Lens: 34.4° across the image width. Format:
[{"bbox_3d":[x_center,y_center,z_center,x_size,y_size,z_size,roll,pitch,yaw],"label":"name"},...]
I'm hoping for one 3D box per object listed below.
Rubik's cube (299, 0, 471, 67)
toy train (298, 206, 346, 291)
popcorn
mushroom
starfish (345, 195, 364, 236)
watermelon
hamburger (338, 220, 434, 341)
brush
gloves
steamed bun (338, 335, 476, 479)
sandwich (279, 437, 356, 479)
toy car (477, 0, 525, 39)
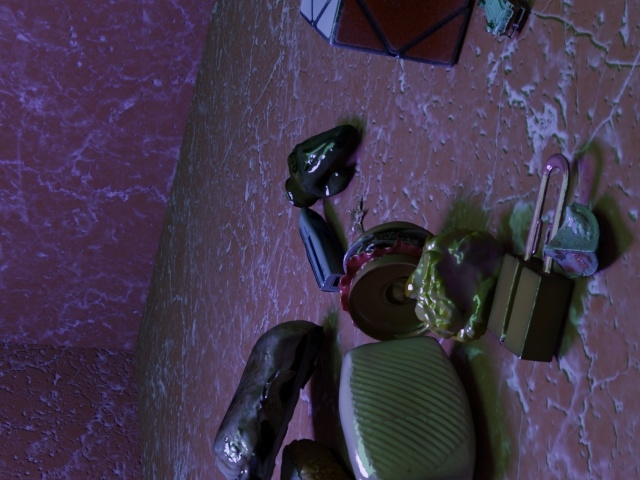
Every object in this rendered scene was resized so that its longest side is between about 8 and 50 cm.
[{"bbox_3d":[0.104,-0.396,1.550,0.205,0.205,0.207,-120,39,-61],"label":"Rubik's cube"},{"bbox_3d":[0.000,0.000,1.958,0.252,0.055,0.048,-111,31,-49],"label":"toy train"},{"bbox_3d":[0.176,0.056,1.312,0.126,0.126,0.145,-1,102,61],"label":"popcorn"},{"bbox_3d":[-0.104,0.292,1.879,0.247,0.130,0.344,89,-161,-59],"label":"mushroom"},{"bbox_3d":[0.064,-0.031,1.858,0.092,0.016,0.086,-112,31,-51],"label":"starfish"},{"bbox_3d":[0.272,-0.001,1.126,0.085,0.061,0.085,173,90,-81],"label":"watermelon"},{"bbox_3d":[0.108,0.052,1.474,0.137,0.175,0.175,-86,12,-56],"label":"hamburger"},{"bbox_3d":[0.256,0.014,1.196,0.103,0.047,0.233,-134,53,-70],"label":"brush"},{"bbox_3d":[-0.007,-0.137,1.981,0.135,0.107,0.268,59,149,11],"label":"gloves"},{"bbox_3d":[0.113,0.255,1.387,0.152,0.170,0.238,88,173,-49],"label":"steamed bun"},{"bbox_3d":[-0.002,0.500,1.748,0.273,0.095,0.249,-143,60,-69],"label":"sandwich"},{"bbox_3d":[0.240,-0.320,1.382,0.122,0.035,0.059,-92,18,-50],"label":"toy car"}]
